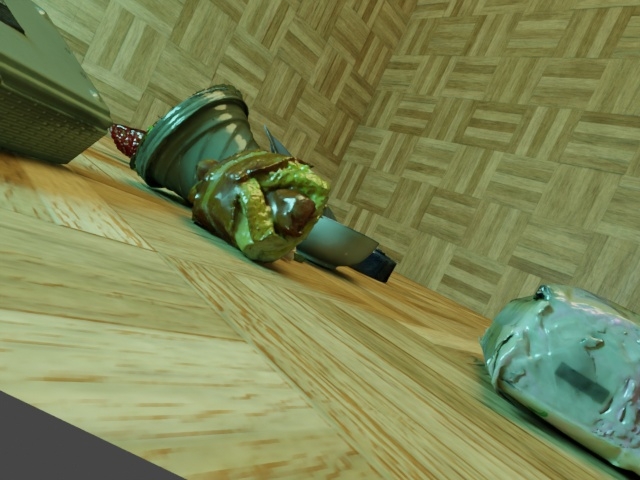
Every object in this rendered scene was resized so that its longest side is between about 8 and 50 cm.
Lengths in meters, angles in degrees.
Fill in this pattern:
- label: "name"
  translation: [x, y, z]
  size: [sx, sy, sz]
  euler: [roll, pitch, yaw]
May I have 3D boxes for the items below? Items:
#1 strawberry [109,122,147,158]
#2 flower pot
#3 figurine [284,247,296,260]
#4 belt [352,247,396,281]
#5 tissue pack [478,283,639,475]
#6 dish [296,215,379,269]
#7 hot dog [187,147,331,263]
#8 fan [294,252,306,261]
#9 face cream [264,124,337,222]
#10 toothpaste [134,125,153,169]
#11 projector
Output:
- label: "strawberry"
  translation: [-0.433, -0.221, 1.062]
  size: [0.228, 0.097, 0.174]
  euler: [20, 4, -36]
- label: "flower pot"
  translation: [-0.188, -0.140, 0.721]
  size: [0.140, 0.235, 0.235]
  euler: [48, 4, 5]
- label: "figurine"
  translation: [-0.087, -0.042, 0.624]
  size: [0.146, 0.098, 0.081]
  euler: [24, -11, 4]
- label: "belt"
  translation: [0.146, 0.057, 1.193]
  size: [0.141, 0.082, 0.190]
  euler: [33, 6, 27]
- label: "tissue pack"
  translation: [0.270, 0.126, 0.388]
  size: [0.215, 0.122, 0.257]
  euler: [29, 4, 22]
- label: "dish"
  translation: [0.000, 0.000, 0.804]
  size: [0.237, 0.086, 0.228]
  euler: [25, 1, -11]
- label: "hot dog"
  translation: [-0.089, -0.059, 0.510]
  size: [0.213, 0.146, 0.103]
  euler: [22, -27, 34]
- label: "fan"
  translation: [-0.101, -0.006, 0.722]
  size: [0.193, 0.016, 0.038]
  euler: [28, 0, 33]
- label: "face cream"
  translation: [-0.031, -0.084, 0.945]
  size: [0.385, 0.087, 0.135]
  euler: [58, 8, -51]
- label: "toothpaste"
  translation: [-0.259, -0.141, 0.906]
  size: [0.328, 0.110, 0.077]
  euler: [26, 0, 16]
- label: "projector"
  translation: [-0.337, -0.194, 0.381]
  size: [0.191, 0.099, 0.257]
  euler: [55, 5, 5]
